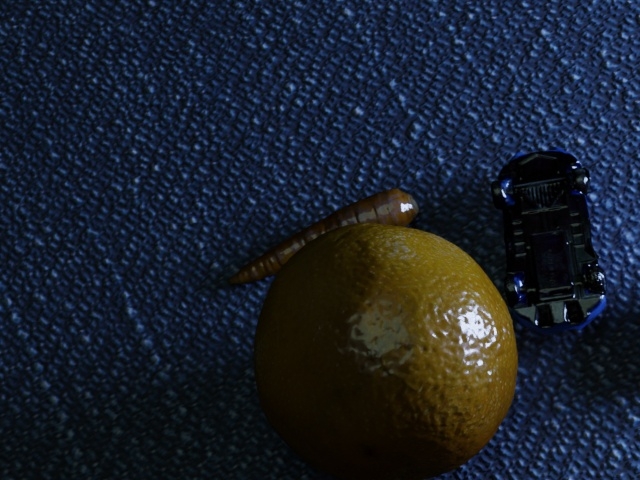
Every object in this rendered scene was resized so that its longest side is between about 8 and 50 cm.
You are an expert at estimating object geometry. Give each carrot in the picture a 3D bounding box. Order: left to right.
[{"bbox_3d":[0.000,0.000,2.043,0.216,0.048,0.048,-23,58,5],"label":"carrot"}]

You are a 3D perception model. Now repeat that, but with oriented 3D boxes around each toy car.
[{"bbox_3d":[0.231,0.001,1.973,0.103,0.063,0.216,-8,53,8],"label":"toy car"}]

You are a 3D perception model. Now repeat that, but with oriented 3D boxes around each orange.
[{"bbox_3d":[0.059,0.105,1.858,0.264,0.264,0.264,-6,60,10],"label":"orange"}]
